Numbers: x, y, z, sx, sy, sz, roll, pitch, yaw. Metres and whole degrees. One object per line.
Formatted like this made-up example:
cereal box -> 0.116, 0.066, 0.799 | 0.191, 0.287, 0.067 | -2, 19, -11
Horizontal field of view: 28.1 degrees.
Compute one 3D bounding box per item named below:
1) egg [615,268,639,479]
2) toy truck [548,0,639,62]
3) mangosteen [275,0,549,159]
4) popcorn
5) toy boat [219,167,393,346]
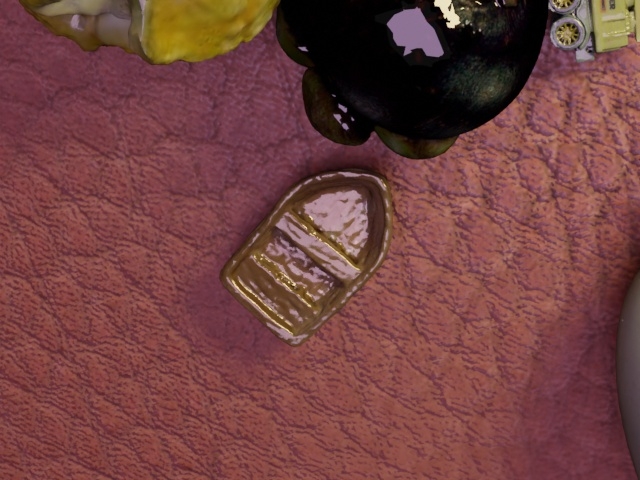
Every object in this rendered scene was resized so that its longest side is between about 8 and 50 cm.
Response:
egg -> 0.391, 0.170, 1.147 | 0.229, 0.230, 0.371 | -22, 97, 13
toy truck -> 0.246, -0.245, 1.121 | 0.100, 0.077, 0.169 | -5, 104, 12
mangosteen -> 0.076, -0.186, 1.101 | 0.242, 0.243, 0.243 | 2, 107, 7
popcorn -> -0.154, -0.281, 1.088 | 0.276, 0.225, 0.277 | -9, 112, -24
toy boat -> 0.000, 0.000, 1.235 | 0.116, 0.061, 0.188 | 42, 107, -4
